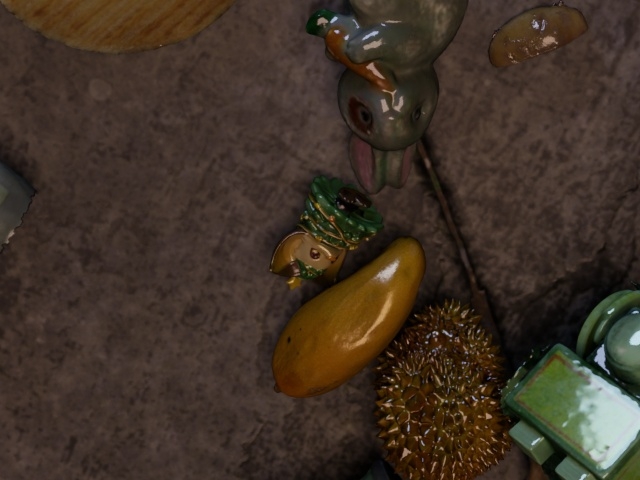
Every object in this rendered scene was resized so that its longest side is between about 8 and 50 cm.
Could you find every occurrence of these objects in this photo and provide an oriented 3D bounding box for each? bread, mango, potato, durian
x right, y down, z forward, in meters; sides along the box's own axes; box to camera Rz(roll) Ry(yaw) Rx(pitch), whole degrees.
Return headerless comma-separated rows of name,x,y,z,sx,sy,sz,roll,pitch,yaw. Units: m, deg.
bread,-0.170,-0.276,1.536,0.267,0.040,0.267,-6,128,-8
mango,0.026,0.075,1.657,0.190,0.098,0.075,-42,119,17
potato,0.192,-0.184,1.633,0.093,0.036,0.037,-22,110,3
durian,0.112,0.148,1.660,0.137,0.158,0.168,6,124,35

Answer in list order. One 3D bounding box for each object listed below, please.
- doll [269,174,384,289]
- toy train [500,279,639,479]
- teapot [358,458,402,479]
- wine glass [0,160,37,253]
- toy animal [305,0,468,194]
doll,-0.001,-0.010,1.663,0.078,0.076,0.113,13,139,-37
toy train,0.288,0.169,1.640,0.188,0.159,0.271,-46,141,-8
teapot,-0.021,0.338,1.665,0.337,0.200,0.270,-33,146,3
wine glass,-0.366,-0.101,1.500,0.309,0.264,0.096,35,75,-13
toy animal,0.064,-0.148,1.595,0.127,0.125,0.251,6,114,23
